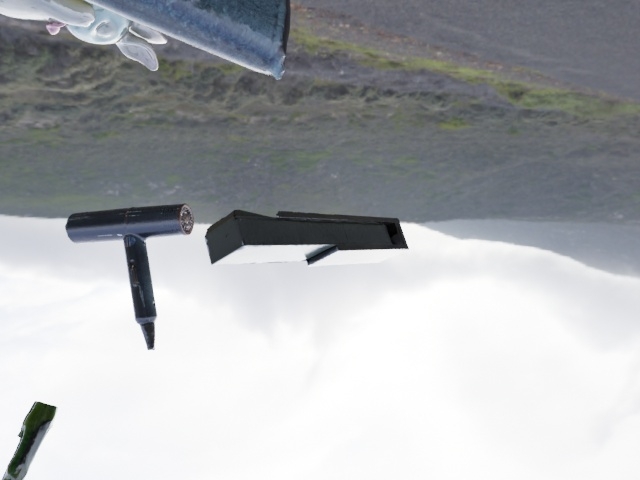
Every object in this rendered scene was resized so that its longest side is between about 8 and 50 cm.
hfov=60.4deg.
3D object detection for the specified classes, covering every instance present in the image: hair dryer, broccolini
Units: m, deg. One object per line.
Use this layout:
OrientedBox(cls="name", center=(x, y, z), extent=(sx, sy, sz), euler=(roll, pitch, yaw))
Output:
OrientedBox(cls="hair dryer", center=(-0.262, 0.050, 0.743), extent=(0.173, 0.194, 0.050), euler=(-3, 168, 14))
OrientedBox(cls="broccolini", center=(-0.245, 0.249, 0.402), extent=(0.058, 0.254, 0.071), euler=(3, 156, 20))

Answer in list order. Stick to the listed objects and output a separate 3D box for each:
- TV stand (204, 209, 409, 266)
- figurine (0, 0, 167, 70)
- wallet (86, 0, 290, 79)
OrientedBox(cls="TV stand", center=(0.000, 0.000, 0.561), extent=(0.049, 0.040, 0.257), euler=(-27, 163, 37))
OrientedBox(cls="figurine", center=(-0.301, -0.316, 0.693), extent=(0.236, 0.127, 0.155), euler=(19, 147, -24))
OrientedBox(cls="wallet", center=(-0.185, -0.226, 0.289), extent=(0.379, 0.190, 0.046), euler=(15, 148, -27))
